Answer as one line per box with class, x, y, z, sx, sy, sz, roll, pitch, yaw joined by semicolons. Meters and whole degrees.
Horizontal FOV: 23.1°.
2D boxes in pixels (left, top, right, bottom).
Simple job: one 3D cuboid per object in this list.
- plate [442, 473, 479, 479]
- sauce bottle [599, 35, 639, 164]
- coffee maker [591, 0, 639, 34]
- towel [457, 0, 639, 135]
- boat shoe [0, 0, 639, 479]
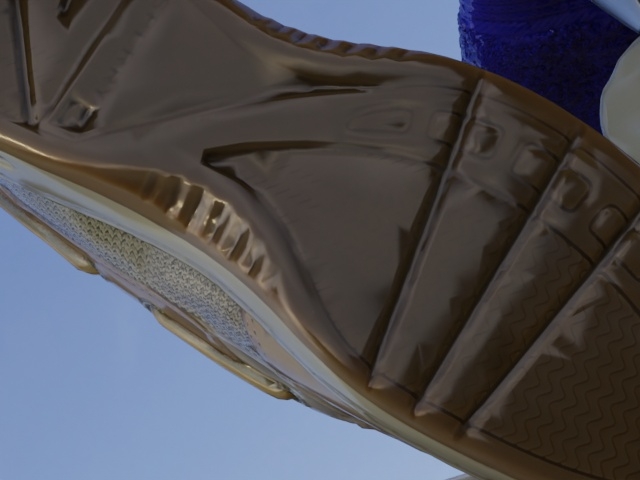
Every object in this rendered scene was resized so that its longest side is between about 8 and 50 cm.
plate;0.062;0.255;0.728;0.278;0.277;0.045;-12;-23;-20
sauce bottle;0.218;0.029;0.634;0.111;0.111;0.344;-45;-46;1
coffee maker;0.113;-0.168;0.454;0.178;0.120;0.171;-48;-54;1
towel;0.178;-0.174;0.842;0.228;0.076;0.308;-18;-40;0
boat shoe;0.000;0.000;0.493;0.109;0.302;0.098;-56;-18;-21
